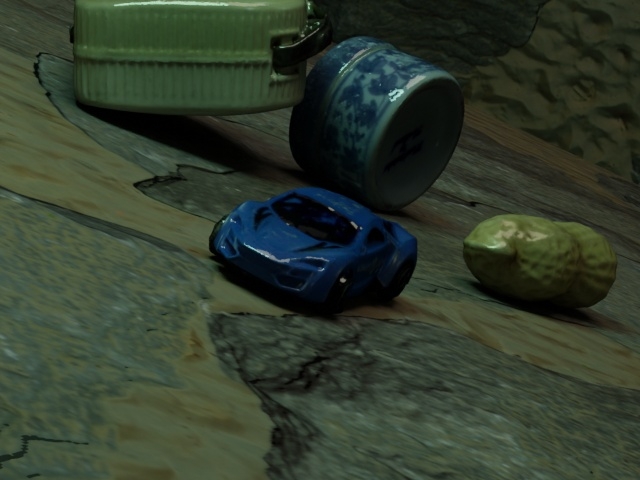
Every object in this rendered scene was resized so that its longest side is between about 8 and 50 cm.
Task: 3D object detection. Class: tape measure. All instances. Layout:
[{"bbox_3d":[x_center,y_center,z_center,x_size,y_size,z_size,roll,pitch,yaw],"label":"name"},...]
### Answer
[{"bbox_3d":[-0.113,-0.195,1.654,0.231,0.133,0.271,-1,12,-8],"label":"tape measure"}]

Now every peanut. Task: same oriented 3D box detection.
[{"bbox_3d":[0.190,0.017,1.553,0.082,0.082,0.187,30,13,33],"label":"peanut"}]

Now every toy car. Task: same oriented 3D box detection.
[{"bbox_3d":[0.000,0.000,1.245,0.103,0.063,0.216,27,11,17],"label":"toy car"}]

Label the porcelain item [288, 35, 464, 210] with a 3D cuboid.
[{"bbox_3d":[0.050,-0.113,1.705,0.114,0.147,0.147,29,12,31],"label":"porcelain item"}]
